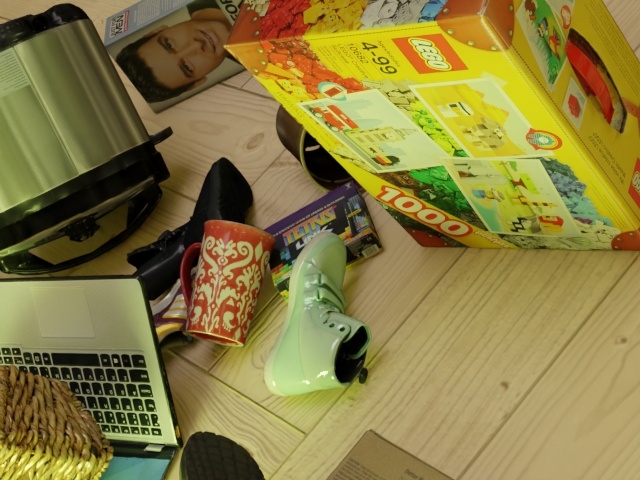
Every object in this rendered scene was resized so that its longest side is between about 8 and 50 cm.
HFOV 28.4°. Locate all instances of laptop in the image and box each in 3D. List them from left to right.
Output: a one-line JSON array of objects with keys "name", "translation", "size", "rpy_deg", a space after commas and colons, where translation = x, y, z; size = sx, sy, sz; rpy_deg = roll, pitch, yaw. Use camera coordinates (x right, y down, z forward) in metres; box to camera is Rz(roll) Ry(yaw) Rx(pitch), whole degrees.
[{"name": "laptop", "translation": [-0.421, 0.278, 1.817], "size": [0.382, 0.408, 0.236], "rpy_deg": [-3, 14, 35]}]

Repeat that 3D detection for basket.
[{"name": "basket", "translation": [-0.470, 0.314, 1.691], "size": [0.213, 0.223, 0.299], "rpy_deg": [45, 106, 36]}]

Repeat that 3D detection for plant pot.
[{"name": "plant pot", "translation": [0.014, -0.174, 2.034], "size": [0.167, 0.167, 0.165], "rpy_deg": [-40, 29, -6]}]

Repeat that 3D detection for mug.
[{"name": "mug", "translation": [-0.145, 0.069, 1.905], "size": [0.150, 0.113, 0.169], "rpy_deg": [-19, 56, 65]}]

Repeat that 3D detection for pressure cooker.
[{"name": "pressure cooker", "translation": [-0.490, -0.155, 2.195], "size": [0.370, 0.420, 0.375], "rpy_deg": [-22, 8, 33]}]

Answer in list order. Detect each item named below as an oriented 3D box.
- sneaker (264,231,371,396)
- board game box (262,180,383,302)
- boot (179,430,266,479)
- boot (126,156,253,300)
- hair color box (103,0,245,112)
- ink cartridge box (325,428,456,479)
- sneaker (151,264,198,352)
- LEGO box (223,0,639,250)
[{"name": "sneaker", "translation": [0.026, 0.100, 1.764], "size": [0.151, 0.094, 0.256], "rpy_deg": [-7, 56, 40]}, {"name": "board game box", "translation": [0.000, 0.000, 1.935], "size": [0.170, 0.048, 0.141], "rpy_deg": [-29, 39, 8]}, {"name": "boot", "translation": [-0.153, 0.407, 1.506], "size": [0.222, 0.118, 0.338], "rpy_deg": [-56, 26, 27]}, {"name": "boot", "translation": [-0.220, -0.020, 2.085], "size": [0.207, 0.094, 0.246], "rpy_deg": [-33, 24, 18]}, {"name": "hair color box", "translation": [-0.208, -0.414, 2.429], "size": [0.374, 0.185, 0.113], "rpy_deg": [-24, 39, 15]}, {"name": "ink cartridge box", "translation": [0.085, 0.352, 1.456], "size": [0.193, 0.088, 0.235], "rpy_deg": [-46, 37, -16]}, {"name": "sneaker", "translation": [-0.210, 0.116, 1.968], "size": [0.185, 0.069, 0.084], "rpy_deg": [-42, 60, -16]}, {"name": "LEGO box", "translation": [0.186, -0.189, 1.603], "size": [0.372, 0.500, 0.193], "rpy_deg": [1, 61, 39]}]
